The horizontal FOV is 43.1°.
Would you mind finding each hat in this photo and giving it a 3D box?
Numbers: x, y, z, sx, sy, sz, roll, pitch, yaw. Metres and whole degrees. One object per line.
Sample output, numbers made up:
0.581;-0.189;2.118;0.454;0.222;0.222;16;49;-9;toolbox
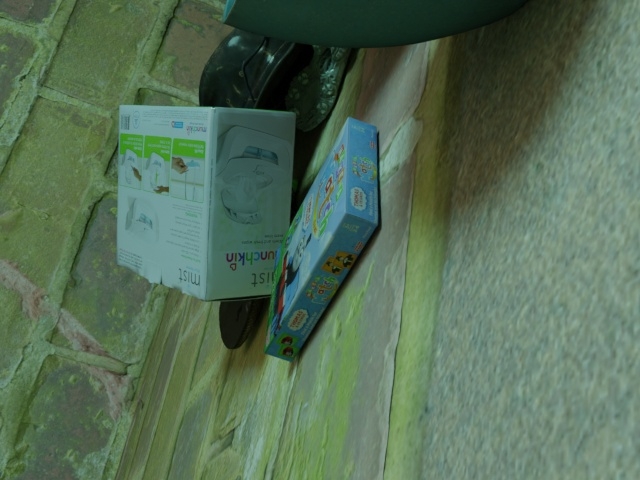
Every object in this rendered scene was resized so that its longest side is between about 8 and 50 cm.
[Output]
-0.102;-0.232;1.202;0.331;0.134;0.331;-63;-1;-2;hat

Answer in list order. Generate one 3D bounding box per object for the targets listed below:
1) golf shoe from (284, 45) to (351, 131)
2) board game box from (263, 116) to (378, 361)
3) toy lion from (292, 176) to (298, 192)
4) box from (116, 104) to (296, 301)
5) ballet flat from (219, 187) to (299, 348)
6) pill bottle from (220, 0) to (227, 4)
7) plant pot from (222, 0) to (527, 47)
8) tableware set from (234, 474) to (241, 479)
0.010;-0.233;1.117;0.176;0.069;0.086;-64;-10;27;golf shoe
0.000;0.000;0.843;0.160;0.039;0.211;-86;21;-49;board game box
-0.062;-0.048;1.181;0.096;0.034;0.100;-67;12;-13;toy lion
-0.161;-0.058;1.054;0.262;0.127;0.230;12;102;52;box
-0.083;0.035;1.112;0.084;0.058;0.249;31;109;49;ballet flat
0.018;-0.396;0.787;0.361;0.204;0.204;-32;37;38;pill bottle
0.071;-0.257;0.573;0.290;0.196;0.290;-161;90;-77;plant pot
-0.101;0.325;0.846;0.104;0.024;0.154;-92;26;-49;tableware set
